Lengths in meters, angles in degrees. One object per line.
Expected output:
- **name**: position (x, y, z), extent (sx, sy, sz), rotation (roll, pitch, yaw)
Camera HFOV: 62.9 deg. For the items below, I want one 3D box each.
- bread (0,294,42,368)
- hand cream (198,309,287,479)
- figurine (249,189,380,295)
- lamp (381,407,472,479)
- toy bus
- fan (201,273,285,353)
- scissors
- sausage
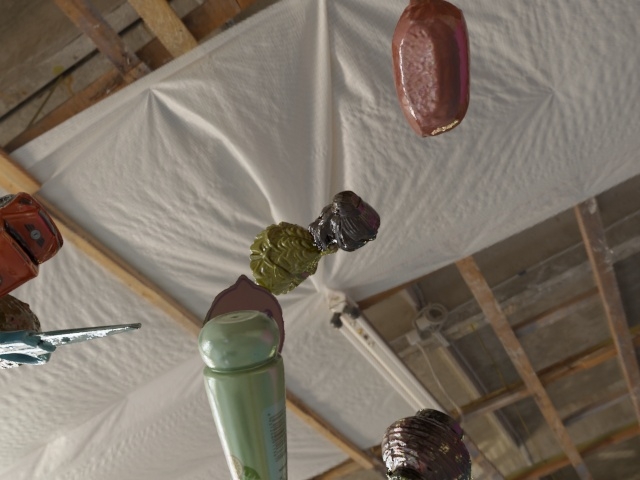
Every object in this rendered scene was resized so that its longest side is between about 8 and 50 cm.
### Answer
- **bread**: position (-0.757, 0.197, 1.214), extent (0.230, 0.123, 0.229), rotation (14, -42, 12)
- **hand cream**: position (-0.074, 0.235, 0.613), extent (0.093, 0.147, 0.305), rotation (-10, -83, -14)
- **figurine**: position (0.003, 0.003, 1.177), extent (0.315, 0.187, 0.167), rotation (-22, -84, 41)
- **lamp**: position (0.266, 0.560, 1.333), extent (0.247, 0.247, 0.246), rotation (-7, -48, -8)
- **toy bus**: position (-0.637, 0.053, 0.949), extent (0.329, 0.153, 0.142), rotation (-37, -53, -24)
- **fan**: position (-0.158, 0.240, 1.145), extent (0.011, 0.334, 0.230), rotation (-13, -10, 42)
- **scissors**: position (-0.482, 0.177, 0.938), extent (0.448, 0.029, 0.192), rotation (-12, -32, 28)
- **sausage**: position (0.201, -0.309, 0.942), extent (0.148, 0.148, 0.254), rotation (-13, -68, -2)
